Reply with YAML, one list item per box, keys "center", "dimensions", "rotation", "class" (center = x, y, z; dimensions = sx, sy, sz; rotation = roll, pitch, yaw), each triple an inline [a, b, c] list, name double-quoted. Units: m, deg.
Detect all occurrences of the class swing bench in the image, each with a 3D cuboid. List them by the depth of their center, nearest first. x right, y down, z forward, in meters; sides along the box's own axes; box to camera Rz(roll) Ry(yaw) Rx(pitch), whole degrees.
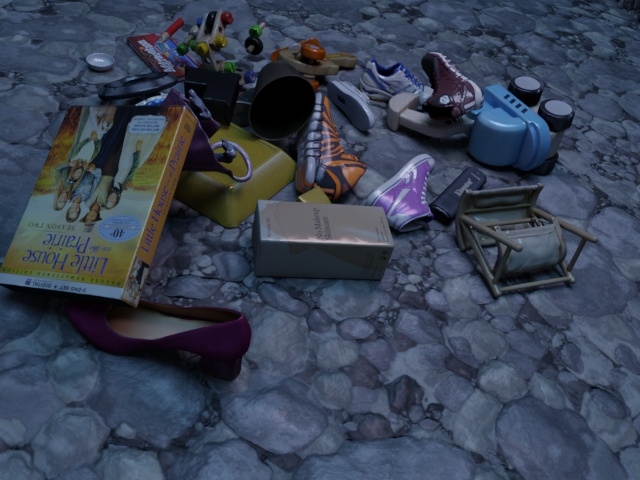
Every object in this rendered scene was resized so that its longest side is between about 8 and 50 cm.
- center: [0.511, -0.011, 1.541]
  dimensions: [0.253, 0.165, 0.255]
  rotation: [-6, 41, -20]
  class: "swing bench"

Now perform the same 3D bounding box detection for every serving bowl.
- center: [-0.690, -0.555, 1.874]
  dimensions: [0.083, 0.027, 0.083]
  rotation: [8, 42, -8]
  class: "serving bowl"

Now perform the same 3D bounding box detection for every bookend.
- center: [-0.315, -0.404, 1.668]
  dimensions: [0.156, 0.072, 0.157]
  rotation: [7, 47, -3]
  class: "bookend"

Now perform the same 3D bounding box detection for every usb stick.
- center: [0.398, -0.135, 1.720]
  dimensions: [0.077, 0.045, 0.278]
  rotation: [32, 45, 19]
  class: "usb stick"

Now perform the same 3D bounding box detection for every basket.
- center: [-0.115, -0.410, 1.685]
  dimensions: [0.154, 0.204, 0.227]
  rotation: [39, 20, -26]
  class: "basket"

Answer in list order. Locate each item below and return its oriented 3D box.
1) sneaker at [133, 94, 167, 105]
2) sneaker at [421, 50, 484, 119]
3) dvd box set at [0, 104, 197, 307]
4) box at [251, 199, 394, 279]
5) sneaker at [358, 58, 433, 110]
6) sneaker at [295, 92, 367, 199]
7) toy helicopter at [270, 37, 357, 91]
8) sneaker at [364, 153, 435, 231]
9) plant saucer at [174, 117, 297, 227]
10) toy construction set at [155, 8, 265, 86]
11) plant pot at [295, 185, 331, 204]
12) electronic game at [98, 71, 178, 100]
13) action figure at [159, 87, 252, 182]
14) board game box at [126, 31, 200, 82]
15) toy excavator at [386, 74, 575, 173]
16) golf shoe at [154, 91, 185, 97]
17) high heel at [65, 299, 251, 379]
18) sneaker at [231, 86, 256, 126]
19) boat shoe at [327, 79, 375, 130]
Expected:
- center: [-0.475, -0.281, 1.593]
  dimensions: [0.330, 0.130, 0.147]
  rotation: [-22, 61, -23]
  class: "sneaker"
- center: [0.356, -0.468, 1.835]
  dimensions: [0.162, 0.106, 0.281]
  rotation: [-31, 53, -8]
  class: "sneaker"
- center: [-0.448, -0.085, 1.211]
  dimensions: [0.307, 0.062, 0.420]
  rotation: [5, 68, 20]
  class: "dvd box set"
- center: [0.000, 0.000, 1.412]
  dimensions: [0.311, 0.121, 0.148]
  rotation: [2, 45, -14]
  class: "box"
- center: [0.284, -0.535, 2.048]
  dimensions: [0.296, 0.131, 0.112]
  rotation: [10, 41, -8]
  class: "sneaker"
- center: [0.032, -0.251, 1.666]
  dimensions: [0.180, 0.124, 0.321]
  rotation: [13, 67, -21]
  class: "sneaker"
- center: [-0.012, -0.634, 2.102]
  dimensions: [0.235, 0.140, 0.355]
  rotation: [33, 34, 31]
  class: "toy helicopter"
- center: [0.262, -0.119, 1.636]
  dimensions: [0.161, 0.102, 0.282]
  rotation: [37, 58, 18]
  class: "sneaker"
- center: [-0.265, -0.214, 1.595]
  dimensions: [0.333, 0.081, 0.333]
  rotation: [30, 45, 16]
  class: "plant saucer"
- center: [-0.356, -0.545, 1.811]
  dimensions: [0.309, 0.257, 0.237]
  rotation: [23, 53, 8]
  class: "toy construction set"
- center: [-0.015, -0.072, 1.518]
  dimensions: [0.081, 0.081, 0.083]
  rotation: [-31, 69, -38]
  class: "plant pot"
- center: [-0.530, -0.446, 1.739]
  dimensions: [0.229, 0.048, 0.229]
  rotation: [-7, 25, 4]
  class: "electronic game"
- center: [-0.396, -0.189, 1.421]
  dimensions: [0.370, 0.276, 0.248]
  rotation: [-32, 66, 14]
  class: "action figure"
- center: [-0.512, -0.607, 1.980]
  dimensions: [0.145, 0.027, 0.281]
  rotation: [-23, 55, -32]
  class: "board game box"
- center: [0.492, -0.369, 1.894]
  dimensions: [0.445, 0.222, 0.433]
  rotation: [-19, 50, -20]
  class: "toy excavator"
- center: [-0.426, -0.390, 1.702]
  dimensions: [0.176, 0.086, 0.069]
  rotation: [-34, 56, -21]
  class: "golf shoe"
- center: [-0.310, 0.138, 1.136]
  dimensions: [0.377, 0.181, 0.127]
  rotation: [16, 43, 1]
  class: "high heel"
- center: [-0.240, -0.409, 1.817]
  dimensions: [0.222, 0.083, 0.118]
  rotation: [-10, 43, -38]
  class: "sneaker"
- center: [0.117, -0.449, 1.936]
  dimensions: [0.084, 0.095, 0.258]
  rotation: [-17, 52, -24]
  class: "boat shoe"
